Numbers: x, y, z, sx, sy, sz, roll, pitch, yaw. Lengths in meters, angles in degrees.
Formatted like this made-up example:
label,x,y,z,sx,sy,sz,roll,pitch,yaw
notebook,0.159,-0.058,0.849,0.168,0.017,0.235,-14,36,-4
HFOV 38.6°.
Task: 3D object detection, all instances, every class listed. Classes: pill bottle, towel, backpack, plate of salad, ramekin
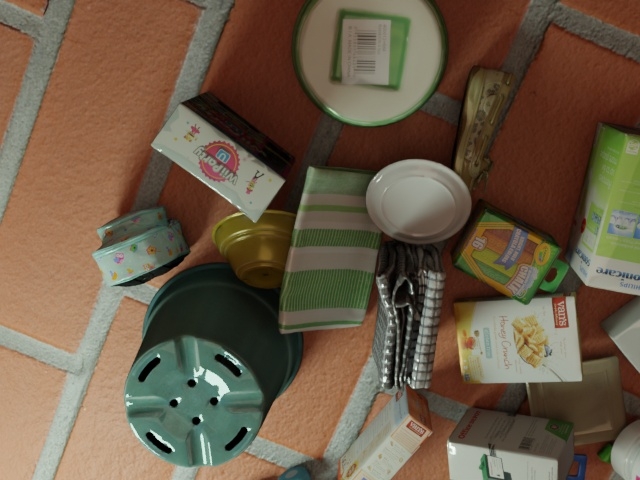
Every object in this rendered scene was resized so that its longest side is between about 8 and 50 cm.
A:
label,x,y,z,sx,sy,sz,roll,pitch,yaw
pill bottle,0.711,0.470,1.774,0.160,0.283,0.160,-8,110,-23
towel,0.034,0.021,1.761,0.038,0.248,0.325,26,108,41
backpack,-0.355,0.015,1.780,0.165,0.188,0.144,-19,102,8
towel,0.157,0.136,1.736,0.121,0.284,0.235,6,103,3
plate of salad,0.185,-0.076,1.732,0.199,0.048,0.200,5,129,6
ramekin,0.091,-0.353,1.689,0.303,0.148,0.303,1,104,3

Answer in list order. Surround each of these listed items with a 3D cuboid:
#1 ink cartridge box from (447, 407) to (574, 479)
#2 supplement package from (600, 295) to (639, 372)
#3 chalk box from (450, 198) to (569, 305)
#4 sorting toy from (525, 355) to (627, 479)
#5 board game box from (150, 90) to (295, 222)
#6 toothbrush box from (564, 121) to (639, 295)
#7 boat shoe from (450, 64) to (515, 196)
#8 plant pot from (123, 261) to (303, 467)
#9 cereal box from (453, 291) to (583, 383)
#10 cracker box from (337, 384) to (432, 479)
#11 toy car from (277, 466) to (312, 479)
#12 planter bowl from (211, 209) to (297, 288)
label,x,y,z,sx,sy,sz,roll,pitch,yaw
ink cartridge box,0.380,0.419,1.821,0.219,0.160,0.093,4,108,26
supplement package,0.666,0.163,1.807,0.179,0.105,0.105,-38,100,10
chalk box,0.376,0.032,1.770,0.213,0.132,0.132,27,103,0
sorting toy,0.526,0.332,1.887,0.196,0.047,0.348,-11,103,2
board game box,-0.164,-0.160,1.669,0.224,0.303,0.097,37,102,-6
toothbrush box,0.563,-0.065,1.706,0.122,0.206,0.283,10,105,1
boat shoe,0.302,-0.185,1.742,0.089,0.104,0.285,10,103,3
plant pot,-0.215,0.248,1.756,0.341,0.334,0.341,1,103,4
cereal box,0.394,0.196,1.821,0.240,0.047,0.173,-5,97,21
cracker box,0.129,0.422,1.871,0.067,0.156,0.232,37,103,-6
toy car,-0.071,0.635,1.890,0.210,0.238,0.219,-23,102,8
planter bowl,-0.103,0.033,1.756,0.217,0.217,0.090,-2,61,3
